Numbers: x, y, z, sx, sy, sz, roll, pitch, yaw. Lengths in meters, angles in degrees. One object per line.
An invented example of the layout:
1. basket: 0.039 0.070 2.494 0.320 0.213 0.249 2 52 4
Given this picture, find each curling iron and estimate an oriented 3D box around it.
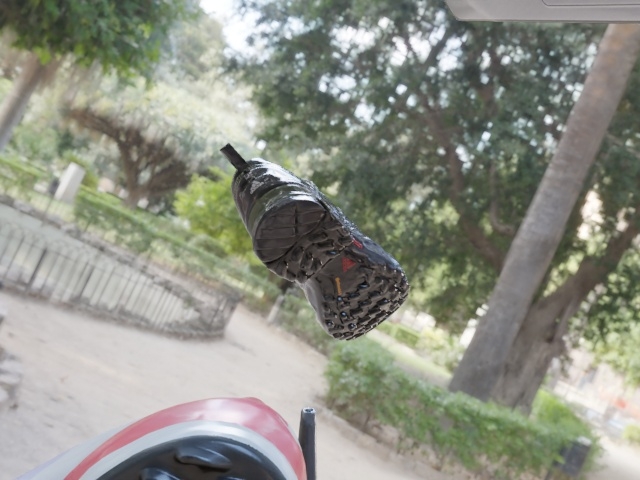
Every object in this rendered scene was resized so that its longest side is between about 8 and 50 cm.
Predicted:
1. curling iron: -0.029 0.325 0.954 0.068 0.274 0.035 0 16 -37

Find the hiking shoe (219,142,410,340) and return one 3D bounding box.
1. hiking shoe: 0.000 0.000 0.673 0.114 0.086 0.227 58 4 36

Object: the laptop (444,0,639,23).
1. laptop: 0.006 -0.205 0.376 0.408 0.236 0.382 53 -11 -27

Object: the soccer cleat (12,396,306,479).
1. soccer cleat: -0.148 0.165 0.363 0.108 0.318 0.116 61 3 -4
